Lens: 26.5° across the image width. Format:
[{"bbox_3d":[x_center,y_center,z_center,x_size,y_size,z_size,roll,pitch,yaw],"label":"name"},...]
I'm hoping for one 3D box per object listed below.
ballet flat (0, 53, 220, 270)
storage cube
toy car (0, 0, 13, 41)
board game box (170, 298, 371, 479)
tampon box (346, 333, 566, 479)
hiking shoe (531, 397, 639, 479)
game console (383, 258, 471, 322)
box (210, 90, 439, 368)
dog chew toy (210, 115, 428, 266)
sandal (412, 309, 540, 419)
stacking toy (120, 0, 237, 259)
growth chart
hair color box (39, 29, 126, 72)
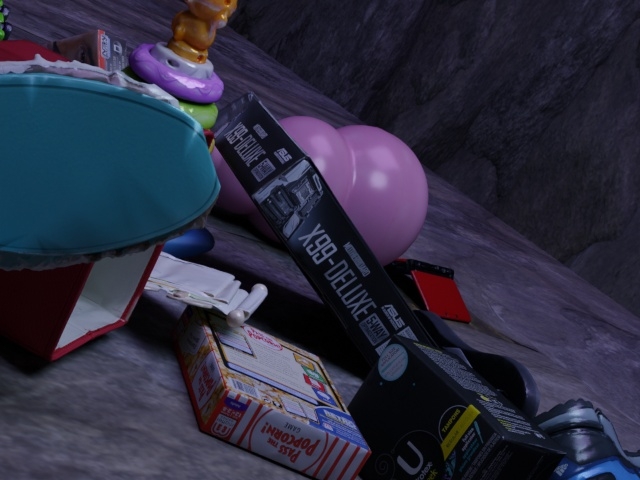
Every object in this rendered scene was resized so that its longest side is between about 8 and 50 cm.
[{"bbox_3d":[-0.273,-0.048,0.900,0.408,0.147,0.147,-5,29,-28],"label":"ballet flat"},{"bbox_3d":[-0.227,-0.044,1.094,0.193,0.215,0.183,27,11,7],"label":"storage cube"},{"bbox_3d":[-0.326,-0.178,1.283,0.239,0.053,0.225,26,23,-28],"label":"toy car"},{"bbox_3d":[-0.049,0.133,1.212,0.146,0.045,0.193,27,12,-21],"label":"board game box"},{"bbox_3d":[0.110,0.183,1.221,0.101,0.120,0.161,21,15,-46],"label":"tampon box"},{"bbox_3d":[0.325,0.289,1.461,0.304,0.113,0.132,31,39,-34],"label":"hiking shoe"},{"bbox_3d":[0.150,0.076,2.078,0.124,0.085,0.144,1,-7,32],"label":"game console"},{"bbox_3d":[0.000,0.000,1.538,0.307,0.076,0.242,55,-1,-28],"label":"box"},{"bbox_3d":[-0.016,-0.076,1.861,0.331,0.207,0.206,15,18,-32],"label":"dog chew toy"},{"bbox_3d":[0.155,0.158,1.563,0.054,0.097,0.254,9,12,-34],"label":"sandal"},{"bbox_3d":[-0.164,-0.146,1.438,0.175,0.302,0.165,5,27,-45],"label":"stacking toy"},{"bbox_3d":[-0.161,0.030,1.273,0.237,0.021,0.172,17,10,13],"label":"growth chart"},{"bbox_3d":[-0.300,-0.175,1.551,0.167,0.093,0.053,-9,-12,30],"label":"hair color box"}]
